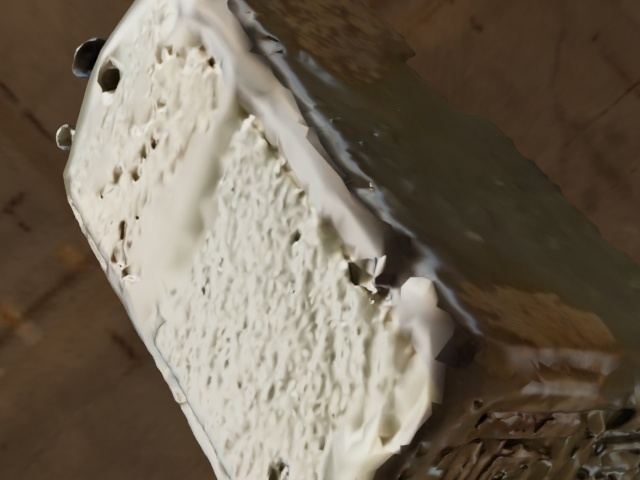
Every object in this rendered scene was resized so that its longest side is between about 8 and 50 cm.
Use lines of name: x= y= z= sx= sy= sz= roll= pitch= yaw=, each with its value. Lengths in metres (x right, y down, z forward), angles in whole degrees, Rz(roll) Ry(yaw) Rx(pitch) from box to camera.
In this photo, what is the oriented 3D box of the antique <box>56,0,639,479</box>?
antique: x=0.000 y=0.000 z=0.732 sx=0.125 sy=0.150 sz=0.284 roll=-57 pitch=-130 yaw=24
